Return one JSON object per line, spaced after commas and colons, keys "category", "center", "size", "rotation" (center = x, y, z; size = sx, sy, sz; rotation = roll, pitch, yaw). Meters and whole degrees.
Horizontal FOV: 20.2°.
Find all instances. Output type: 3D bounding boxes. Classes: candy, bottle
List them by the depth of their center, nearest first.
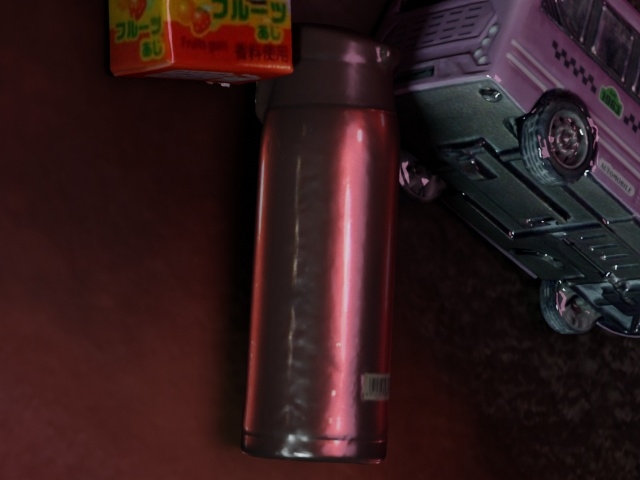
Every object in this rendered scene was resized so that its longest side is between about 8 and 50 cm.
{"category": "candy", "center": [-0.044, -0.119, 0.650], "size": [0.062, 0.038, 0.122], "rotation": [-1, 91, -43]}
{"category": "bottle", "center": [0.000, 0.000, 0.679], "size": [0.060, 0.060, 0.164], "rotation": [5, 87, -43]}

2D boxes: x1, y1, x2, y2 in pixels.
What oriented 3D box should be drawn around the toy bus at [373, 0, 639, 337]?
{"category": "toy bus", "center": [0.110, -0.039, 0.757], "size": [0.199, 0.096, 0.108], "rotation": [37, 61, -33]}
